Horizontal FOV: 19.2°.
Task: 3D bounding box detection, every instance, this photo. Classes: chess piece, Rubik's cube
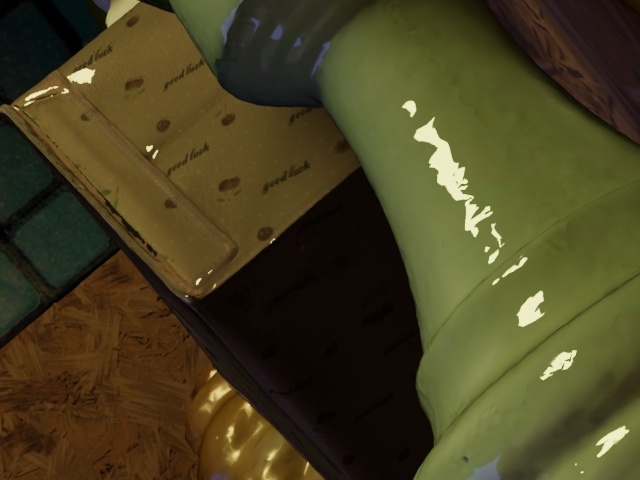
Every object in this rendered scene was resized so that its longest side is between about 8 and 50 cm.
[{"bbox_3d":[0.057,-0.025,0.658,0.299,0.194,0.194,56,177,22],"label":"chess piece"},{"bbox_3d":[-0.319,-0.151,1.765,0.344,0.337,0.344,51,174,-25],"label":"Rubik's cube"}]

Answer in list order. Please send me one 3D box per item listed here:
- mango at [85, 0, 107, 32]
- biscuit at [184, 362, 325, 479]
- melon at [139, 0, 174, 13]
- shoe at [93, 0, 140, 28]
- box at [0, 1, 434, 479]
[{"bbox_3d":[-0.156,-0.203,1.504,0.165,0.074,0.091,54,174,-36],"label":"mango"},{"bbox_3d":[0.067,0.144,1.341,0.326,0.107,0.326,15,-161,-5],"label":"biscuit"},{"bbox_3d":[-0.070,-0.167,0.897,0.265,0.129,0.169,44,175,34],"label":"melon"},{"bbox_3d":[-0.088,-0.150,1.314,0.110,0.095,0.265,46,-179,-25],"label":"shoe"},{"bbox_3d":[0.000,0.000,1.115,0.225,0.190,0.297,43,173,42],"label":"box"}]
